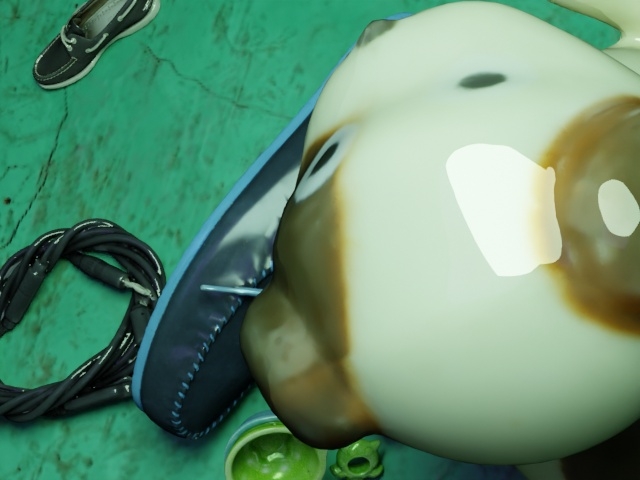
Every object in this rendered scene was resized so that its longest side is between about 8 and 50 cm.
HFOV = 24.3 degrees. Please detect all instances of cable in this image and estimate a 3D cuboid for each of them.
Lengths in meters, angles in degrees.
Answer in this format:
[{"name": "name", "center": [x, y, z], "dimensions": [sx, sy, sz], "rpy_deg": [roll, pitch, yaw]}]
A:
[{"name": "cable", "center": [-0.206, 0.063, 1.143], "dimensions": [0.184, 0.047, 0.151], "rpy_deg": [-16, 70, 20]}]

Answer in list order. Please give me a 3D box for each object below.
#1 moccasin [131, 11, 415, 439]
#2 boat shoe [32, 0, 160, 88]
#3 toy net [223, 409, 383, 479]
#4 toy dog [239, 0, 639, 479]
[{"name": "moccasin", "center": [0.000, 0.000, 1.021], "dimensions": [0.117, 0.137, 0.342], "rpy_deg": [35, 92, 23]}, {"name": "boat shoe", "center": [-0.188, -0.169, 1.203], "dimensions": [0.125, 0.038, 0.046], "rpy_deg": [-31, 66, 13]}, {"name": "toy net", "center": [0.019, 0.076, 0.959], "dimensions": [0.045, 0.122, 0.232], "rpy_deg": [-101, 27, -59]}, {"name": "toy dog", "center": [0.125, 0.030, 0.765], "dimensions": [0.284, 0.408, 0.396], "rpy_deg": [-15, 68, 29]}]
